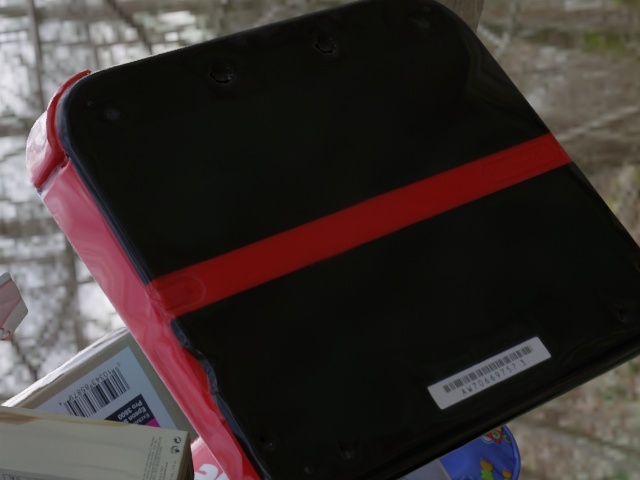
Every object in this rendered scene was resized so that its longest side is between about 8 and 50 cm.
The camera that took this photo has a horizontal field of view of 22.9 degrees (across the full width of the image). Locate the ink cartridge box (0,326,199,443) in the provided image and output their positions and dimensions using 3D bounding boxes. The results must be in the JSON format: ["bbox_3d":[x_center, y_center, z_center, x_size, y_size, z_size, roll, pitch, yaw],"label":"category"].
[{"bbox_3d":[-0.248,0.231,1.713,0.193,0.235,0.088,60,150,-8],"label":"ink cartridge box"}]

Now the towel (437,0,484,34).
[{"bbox_3d":[0.119,-0.278,1.496,0.187,0.049,0.282,20,-96,-68],"label":"towel"}]

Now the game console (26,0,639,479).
[{"bbox_3d":[0.027,-0.010,1.087,0.342,0.386,0.060,56,143,17],"label":"game console"}]

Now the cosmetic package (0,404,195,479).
[{"bbox_3d":[-0.132,0.130,0.895,0.060,0.115,0.041,93,-173,-55],"label":"cosmetic package"}]

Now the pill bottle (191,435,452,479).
[{"bbox_3d":[-0.089,0.303,1.246,0.408,0.229,0.229,-42,-37,-30],"label":"pill bottle"}]

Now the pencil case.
[{"bbox_3d":[0.125,0.306,1.655,0.306,0.119,0.133,99,166,-47],"label":"pencil case"}]

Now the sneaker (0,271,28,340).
[{"bbox_3d":[-0.396,0.099,1.835,0.070,0.134,0.051,57,147,-9],"label":"sneaker"}]
